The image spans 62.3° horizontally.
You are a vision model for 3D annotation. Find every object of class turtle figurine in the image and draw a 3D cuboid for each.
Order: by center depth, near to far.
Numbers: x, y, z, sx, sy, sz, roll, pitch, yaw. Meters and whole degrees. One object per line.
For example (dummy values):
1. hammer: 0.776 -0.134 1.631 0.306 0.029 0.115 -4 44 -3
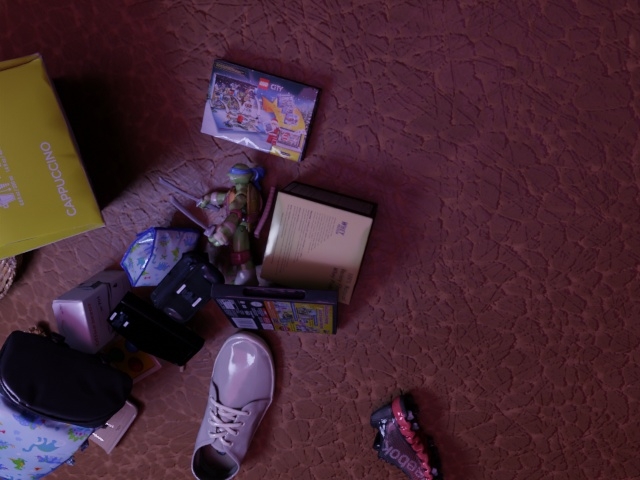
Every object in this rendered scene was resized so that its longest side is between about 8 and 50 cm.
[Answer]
1. turtle figurine: -0.229 -0.026 1.162 0.198 0.275 0.266 13 118 44

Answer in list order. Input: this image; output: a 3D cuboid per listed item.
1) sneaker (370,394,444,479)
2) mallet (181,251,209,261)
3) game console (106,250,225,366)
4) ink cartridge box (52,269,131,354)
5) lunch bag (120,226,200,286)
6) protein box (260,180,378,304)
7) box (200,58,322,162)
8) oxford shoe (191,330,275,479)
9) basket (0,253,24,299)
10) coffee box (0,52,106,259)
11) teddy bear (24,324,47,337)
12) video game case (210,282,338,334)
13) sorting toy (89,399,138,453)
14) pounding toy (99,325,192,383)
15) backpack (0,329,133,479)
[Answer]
1. sneaker: 0.206 0.512 1.291 0.135 0.097 0.276 -23 99 17
2. mallet: -0.286 0.096 1.264 0.062 0.039 0.189 -5 136 -4
3. game console: -0.325 0.157 1.188 0.213 0.044 0.361 37 127 -15
4. ink cartridge box: -0.540 0.171 1.284 0.082 0.190 0.139 -1 108 11
5. lunch bag: -0.366 0.028 1.227 0.151 0.129 0.096 -51 61 25
6. protein box: 0.000 0.000 1.151 0.201 0.136 0.199 16 109 7
7. box: -0.129 -0.279 1.138 0.233 0.044 0.159 18 110 5
8. oxford shoe: -0.225 0.439 1.340 0.169 0.130 0.449 20 109 6
9. basket: -0.889 0.026 1.363 0.213 0.223 0.299 30 115 -34
10. coffee box: -0.661 -0.146 1.065 0.338 0.334 0.337 -21 105 -21
11. teddy bear: -0.721 0.352 1.403 0.338 0.113 0.245 0 100 18
12. video game case: -0.087 0.153 1.152 0.248 0.275 0.035 4 68 3
13. sorting toy: -0.624 0.471 1.482 0.208 0.038 0.193 38 110 3
14. pounding toy: -0.425 0.286 1.349 0.206 0.094 0.181 -32 99 19
15. backpack: -0.647 0.391 1.206 0.290 0.273 0.355 34 140 -26
